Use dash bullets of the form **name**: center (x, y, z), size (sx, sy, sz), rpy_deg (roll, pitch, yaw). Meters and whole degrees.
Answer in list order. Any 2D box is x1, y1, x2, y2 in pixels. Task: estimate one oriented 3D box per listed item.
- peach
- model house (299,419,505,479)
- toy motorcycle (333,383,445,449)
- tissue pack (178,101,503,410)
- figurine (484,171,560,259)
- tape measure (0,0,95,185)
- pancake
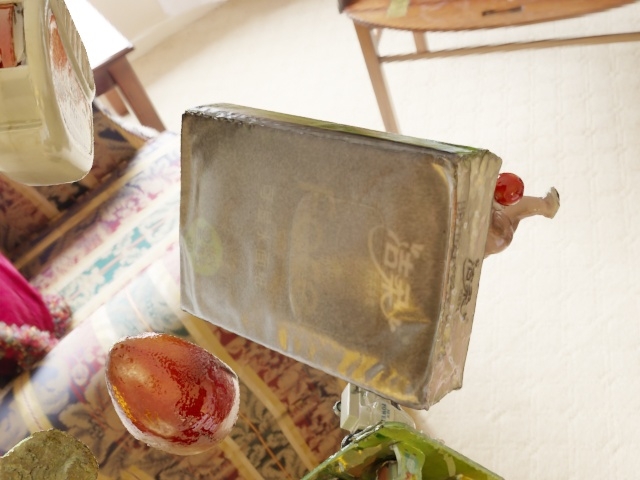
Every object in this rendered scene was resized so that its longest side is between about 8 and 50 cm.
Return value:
- **peach**: center (-0.227, 0.249, 1.213), size (0.153, 0.267, 0.159), rpy_deg (-11, 48, 17)
- **model house**: center (0.107, 0.460, 0.875), size (0.300, 0.340, 0.324), rpy_deg (-43, 25, 32)
- **toy motorcycle**: center (0.099, 0.246, 1.063), size (0.150, 0.102, 0.221), rpy_deg (18, 37, -11)
- **tissue pack**: center (0.000, 0.000, 0.910), size (0.394, 0.288, 0.124), rpy_deg (17, 21, 34)
- **figurine**: center (0.167, -0.019, 1.025), size (0.287, 0.186, 0.176), rpy_deg (-26, 18, 35)
- **tape measure**: center (-0.370, -0.208, 0.936), size (0.130, 0.258, 0.265), rpy_deg (-5, 71, -5)
- **pancake**: center (-0.273, 0.243, 0.759), size (0.017, 0.108, 0.108), rpy_deg (-34, 32, 46)
